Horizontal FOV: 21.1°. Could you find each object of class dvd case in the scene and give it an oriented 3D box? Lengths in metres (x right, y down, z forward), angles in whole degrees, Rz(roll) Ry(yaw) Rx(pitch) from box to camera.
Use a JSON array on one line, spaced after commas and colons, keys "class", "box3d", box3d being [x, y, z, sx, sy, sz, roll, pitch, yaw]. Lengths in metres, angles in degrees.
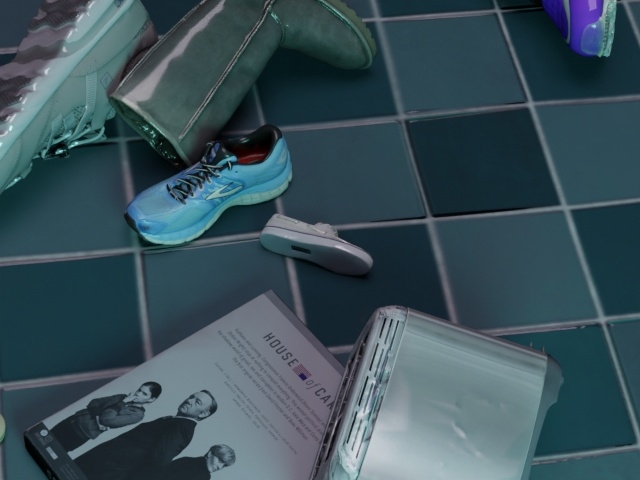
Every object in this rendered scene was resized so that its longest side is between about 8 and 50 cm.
[{"class": "dvd case", "box3d": [-0.080, 0.155, 1.323, 0.238, 0.030, 0.179, -29, 58, -25]}]

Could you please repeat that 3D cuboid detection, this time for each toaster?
[{"class": "toaster", "box3d": [0.082, 0.145, 1.255, 0.146, 0.129, 0.227, 22, 61, -4]}]

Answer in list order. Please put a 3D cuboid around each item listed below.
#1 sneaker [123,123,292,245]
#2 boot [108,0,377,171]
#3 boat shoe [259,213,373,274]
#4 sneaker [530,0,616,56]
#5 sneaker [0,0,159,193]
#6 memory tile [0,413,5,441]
[{"class": "sneaker", "box3d": [-0.098, -0.056, 1.464, 0.162, 0.073, 0.063, -29, 58, -24]}, {"class": "boot", "box3d": [-0.065, -0.147, 1.530, 0.189, 0.076, 0.208, 37, 66, -20]}, {"class": "boat shoe", "box3d": [0.000, 0.000, 1.452, 0.100, 0.035, 0.035, 14, 54, 16]}, {"class": "sneaker", "box3d": [0.195, -0.276, 1.653, 0.146, 0.102, 0.293, -6, 47, -3]}, {"class": "sneaker", "box3d": [-0.230, -0.107, 1.481, 0.105, 0.115, 0.281, 17, 65, 50]}, {"class": "memory tile", "box3d": [-0.326, 0.150, 1.322, 0.148, 0.012, 0.113, 22, 53, 14]}]
